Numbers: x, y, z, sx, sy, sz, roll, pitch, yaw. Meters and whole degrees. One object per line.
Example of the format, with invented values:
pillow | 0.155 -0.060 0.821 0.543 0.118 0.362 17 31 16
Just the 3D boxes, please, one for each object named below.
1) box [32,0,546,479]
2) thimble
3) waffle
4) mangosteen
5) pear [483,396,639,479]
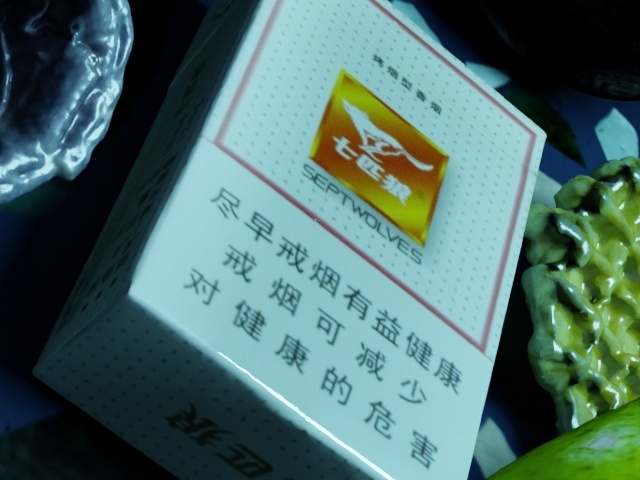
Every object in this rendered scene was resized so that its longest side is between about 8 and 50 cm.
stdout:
box | 0.001 0.000 1.031 0.210 0.095 0.330 38 41 -17
thimble | -0.170 -0.092 0.890 0.150 0.097 0.150 -17 112 -47
waffle | 0.196 0.050 1.184 0.223 0.054 0.204 -13 95 -47
mangosteen | 0.235 -0.222 1.337 0.287 0.287 0.233 -12 109 -49
pear | 0.238 0.205 0.996 0.342 0.238 0.318 45 47 -7
